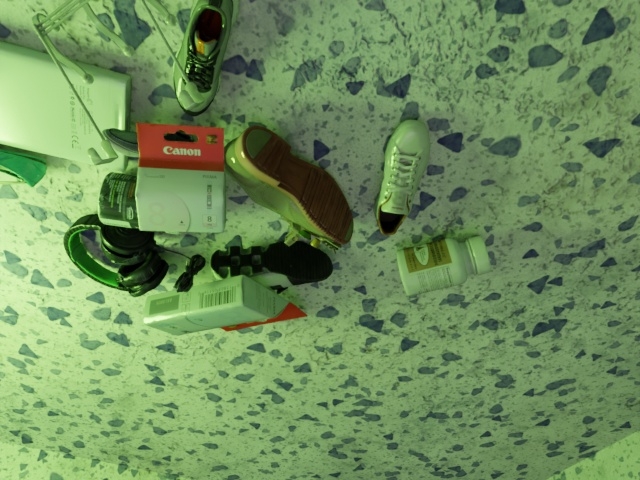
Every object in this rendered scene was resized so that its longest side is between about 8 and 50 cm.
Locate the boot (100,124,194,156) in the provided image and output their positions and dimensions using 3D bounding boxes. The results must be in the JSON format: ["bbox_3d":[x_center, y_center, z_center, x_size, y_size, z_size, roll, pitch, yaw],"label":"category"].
[{"bbox_3d":[-0.380,-0.229,1.038,0.086,0.069,0.190,-46,149,25],"label":"boot"}]

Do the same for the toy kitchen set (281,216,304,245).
[{"bbox_3d":[-0.085,-0.026,1.233,0.075,0.068,0.083,-37,121,24],"label":"toy kitchen set"}]

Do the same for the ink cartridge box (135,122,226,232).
[{"bbox_3d":[-0.305,-0.130,1.025,0.189,0.066,0.232,2,123,-7],"label":"ink cartridge box"}]

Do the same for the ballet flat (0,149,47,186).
[{"bbox_3d":[-0.777,-0.182,1.084,0.248,0.087,0.083,16,162,-14],"label":"ballet flat"}]

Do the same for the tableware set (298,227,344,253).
[{"bbox_3d":[0.000,0.000,1.215,0.104,0.154,0.024,33,102,12],"label":"tableware set"}]

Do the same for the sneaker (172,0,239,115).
[{"bbox_3d":[-0.238,-0.365,0.925,0.100,0.107,0.271,15,130,-15],"label":"sneaker"}]

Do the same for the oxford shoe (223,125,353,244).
[{"bbox_3d":[-0.072,-0.119,1.143,0.147,0.140,0.397,-13,135,44],"label":"oxford shoe"}]

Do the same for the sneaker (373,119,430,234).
[{"bbox_3d":[0.197,-0.135,1.109,0.106,0.123,0.290,7,129,-3],"label":"sneaker"}]

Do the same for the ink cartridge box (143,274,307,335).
[{"bbox_3d":[-0.251,0.225,1.339,0.309,0.091,0.385,-14,150,19],"label":"ink cartridge box"}]

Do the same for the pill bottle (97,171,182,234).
[{"bbox_3d":[-0.398,-0.085,1.146,0.246,0.130,0.130,9,130,-7],"label":"pill bottle"}]

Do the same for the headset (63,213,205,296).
[{"bbox_3d":[-0.498,0.059,1.234,0.395,0.185,0.243,3,131,11],"label":"headset"}]

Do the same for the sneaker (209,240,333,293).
[{"bbox_3d":[-0.133,0.084,1.316,0.331,0.122,0.146,2,148,-3],"label":"sneaker"}]

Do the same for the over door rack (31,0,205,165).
[{"bbox_3d":[-0.371,-0.330,0.877,0.240,0.108,0.324,-26,86,17],"label":"over door rack"}]

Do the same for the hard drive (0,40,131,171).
[{"bbox_3d":[-0.605,-0.294,1.025,0.354,0.047,0.232,12,130,-11],"label":"hard drive"}]

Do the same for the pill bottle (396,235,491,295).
[{"bbox_3d":[0.331,0.063,1.270,0.230,0.131,0.131,-15,129,12],"label":"pill bottle"}]
